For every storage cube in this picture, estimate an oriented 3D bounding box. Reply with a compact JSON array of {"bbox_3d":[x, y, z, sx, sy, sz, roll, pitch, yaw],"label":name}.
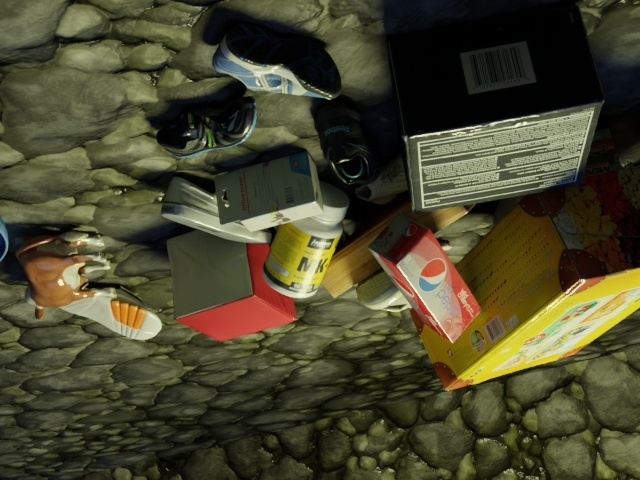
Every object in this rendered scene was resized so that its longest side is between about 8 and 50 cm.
[{"bbox_3d":[-0.183,0.080,2.133,0.215,0.184,0.193,-17,155,19],"label":"storage cube"}]

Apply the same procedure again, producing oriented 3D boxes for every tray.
[{"bbox_3d":[0.171,-0.044,1.989,0.411,0.076,0.203,-37,-175,47],"label":"tray"}]

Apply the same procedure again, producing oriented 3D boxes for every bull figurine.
[{"bbox_3d":[-0.517,0.069,2.080,0.188,0.101,0.310,-10,161,-9],"label":"bull figurine"}]

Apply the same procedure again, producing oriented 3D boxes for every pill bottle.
[{"bbox_3d":[-0.027,-0.004,1.984,0.119,0.119,0.208,4,123,-31],"label":"pill bottle"}]

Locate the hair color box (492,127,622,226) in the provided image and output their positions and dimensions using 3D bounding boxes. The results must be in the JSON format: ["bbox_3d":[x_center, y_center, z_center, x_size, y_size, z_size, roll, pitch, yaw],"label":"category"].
[{"bbox_3d":[0.474,-0.081,2.110,0.185,0.114,0.374,-10,159,-2],"label":"hair color box"}]

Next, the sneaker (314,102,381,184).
[{"bbox_3d":[0.049,-0.140,1.802,0.101,0.106,0.267,-16,159,12],"label":"sneaker"}]

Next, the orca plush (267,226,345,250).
[{"bbox_3d":[0.000,0.000,2.193,0.287,0.102,0.151,23,-172,-37],"label":"orca plush"}]

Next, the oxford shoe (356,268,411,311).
[{"bbox_3d":[0.166,0.079,2.113,0.169,0.130,0.449,-37,-178,5],"label":"oxford shoe"}]

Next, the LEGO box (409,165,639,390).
[{"bbox_3d":[0.461,0.075,1.999,0.372,0.193,0.500,-11,156,-30],"label":"LEGO box"}]

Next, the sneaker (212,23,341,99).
[{"bbox_3d":[-0.062,-0.256,1.522,0.211,0.080,0.081,17,153,-31],"label":"sneaker"}]

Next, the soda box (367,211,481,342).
[{"bbox_3d":[0.191,0.070,1.853,0.092,0.083,0.263,-48,133,-9],"label":"soda box"}]

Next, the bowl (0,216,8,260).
[{"bbox_3d":[-0.747,-0.017,1.801,0.391,0.077,0.391,-8,158,-3],"label":"bowl"}]

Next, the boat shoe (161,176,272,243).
[{"bbox_3d":[-0.182,-0.054,1.934,0.095,0.084,0.258,4,169,40],"label":"boat shoe"}]

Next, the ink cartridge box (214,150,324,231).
[{"bbox_3d":[-0.094,-0.084,1.875,0.181,0.104,0.061,-14,157,12],"label":"ink cartridge box"}]

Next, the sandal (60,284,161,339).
[{"bbox_3d":[-0.472,0.135,2.308,0.265,0.076,0.102,26,128,-24],"label":"sandal"}]

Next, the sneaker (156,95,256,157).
[{"bbox_3d":[-0.182,-0.180,1.652,0.188,0.067,0.078,-18,163,26],"label":"sneaker"}]

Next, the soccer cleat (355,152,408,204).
[{"bbox_3d":[0.130,-0.117,1.945,0.076,0.068,0.196,3,158,-21],"label":"soccer cleat"}]

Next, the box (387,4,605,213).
[{"bbox_3d":[0.268,-0.198,1.643,0.296,0.183,0.294,-9,157,3],"label":"box"}]

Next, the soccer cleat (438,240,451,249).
[{"bbox_3d":[0.270,0.018,2.366,0.083,0.036,0.029,13,149,-43],"label":"soccer cleat"}]
